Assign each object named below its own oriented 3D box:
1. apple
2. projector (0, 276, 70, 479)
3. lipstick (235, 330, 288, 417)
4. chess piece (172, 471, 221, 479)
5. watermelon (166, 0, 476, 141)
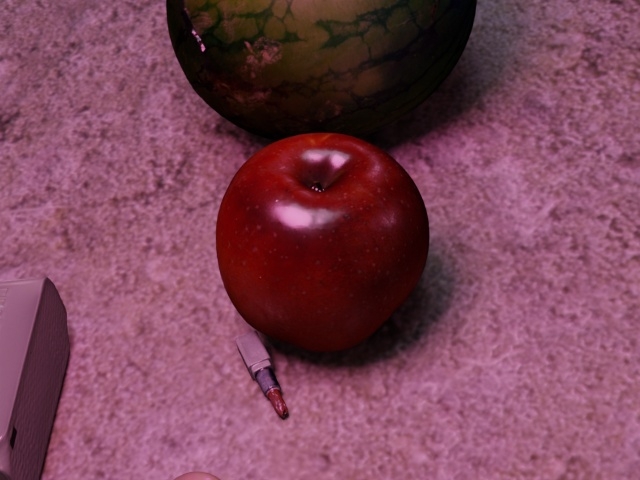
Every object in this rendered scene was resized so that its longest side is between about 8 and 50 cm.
[{"bbox_3d":[0.000,0.000,1.633,0.218,0.201,0.218,-6,43,6],"label":"apple"},{"bbox_3d":[-0.379,0.160,1.647,0.198,0.108,0.250,-5,46,10],"label":"projector"},{"bbox_3d":[-0.056,0.139,1.635,0.025,0.025,0.107,-23,49,-8],"label":"lipstick"},{"bbox_3d":[-0.125,0.283,1.464,0.094,0.094,0.170,-6,40,10],"label":"chess piece"},{"bbox_3d":[0.003,-0.281,1.830,0.363,0.363,0.363,-8,44,8],"label":"watermelon"}]
